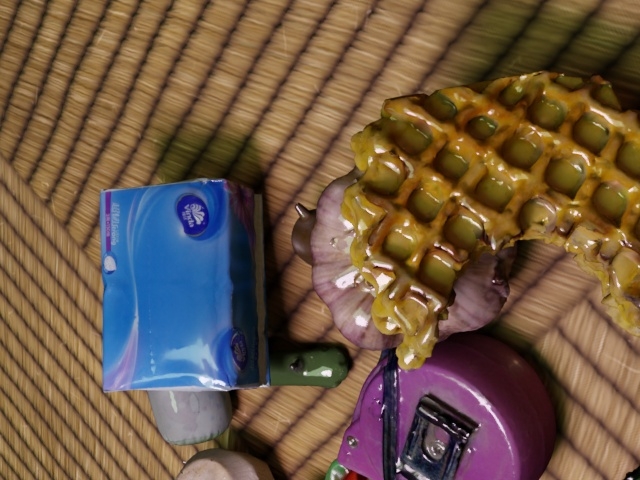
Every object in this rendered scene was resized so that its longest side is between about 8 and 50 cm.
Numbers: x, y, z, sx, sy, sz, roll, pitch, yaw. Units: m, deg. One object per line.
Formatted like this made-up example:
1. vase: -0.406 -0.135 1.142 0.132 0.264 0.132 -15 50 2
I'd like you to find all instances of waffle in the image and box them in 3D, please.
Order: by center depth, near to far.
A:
1. waffle: 0.185 -0.024 0.896 0.324 0.151 0.261 -8 85 -1

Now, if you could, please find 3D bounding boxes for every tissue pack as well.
1. tissue pack: -0.179 0.063 1.222 0.198 0.146 0.264 -4 82 20

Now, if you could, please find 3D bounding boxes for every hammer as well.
1. hammer: -0.109 0.188 1.325 0.335 0.119 0.207 -6 105 32

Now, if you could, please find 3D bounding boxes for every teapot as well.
1. teapot: 0.000 0.000 1.187 0.068 0.076 0.121 22 150 40

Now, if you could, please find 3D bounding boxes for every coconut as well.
1. coconut: -0.137 0.390 1.385 0.161 0.162 0.161 -13 60 23

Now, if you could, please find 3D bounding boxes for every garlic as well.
1. garlic: 0.104 0.010 1.058 0.244 0.160 0.245 -1 87 9

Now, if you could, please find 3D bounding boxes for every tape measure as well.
1. tape measure: 0.150 0.230 1.107 0.231 0.149 0.245 29 122 28

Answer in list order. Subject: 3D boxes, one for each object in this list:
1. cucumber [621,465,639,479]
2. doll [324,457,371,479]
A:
1. cucumber: 0.329 0.374 1.065 0.096 0.096 0.360 31 123 24
2. doll: 0.003 0.440 1.294 0.183 0.160 0.363 49 129 10
